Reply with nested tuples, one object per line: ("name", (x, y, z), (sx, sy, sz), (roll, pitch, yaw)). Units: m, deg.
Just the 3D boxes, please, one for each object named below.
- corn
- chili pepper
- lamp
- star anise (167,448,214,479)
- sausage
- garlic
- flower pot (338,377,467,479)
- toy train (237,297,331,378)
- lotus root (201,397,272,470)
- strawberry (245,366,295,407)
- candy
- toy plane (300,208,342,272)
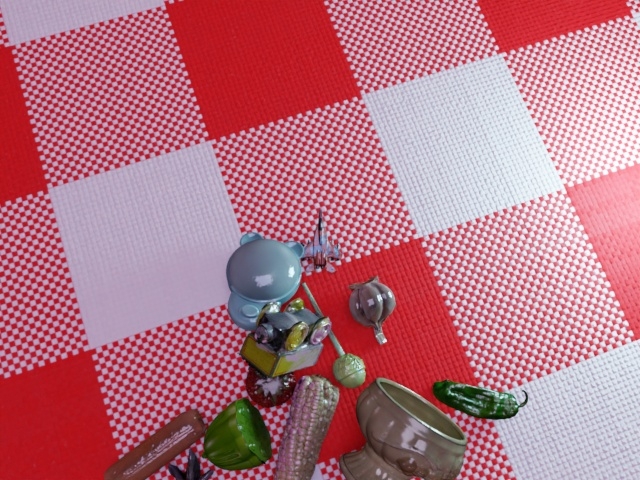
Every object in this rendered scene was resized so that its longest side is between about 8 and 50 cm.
("corn", (-0.048, 0.522, 1.488), (0.127, 0.126, 0.335), (19, 78, 1))
("chili pepper", (0.442, 0.443, 1.557), (0.257, 0.074, 0.100), (12, 76, 0))
("lamp", (-0.165, 0.114, 1.562), (0.210, 0.147, 0.283), (12, 76, 7))
("star anise", (-0.349, 0.663, 1.464), (0.181, 0.061, 0.204), (-24, 79, -8))
("sausage", (-0.431, 0.555, 1.473), (0.289, 0.086, 0.086), (-35, 81, -12))
("garlic", (0.146, 0.207, 1.582), (0.131, 0.127, 0.194), (-11, 97, -10))
("flower pot", (0.198, 0.527, 1.422), (0.308, 0.307, 0.244), (31, 93, 4))
("toy train", (-0.084, 0.256, 1.465), (0.134, 0.261, 0.177), (30, 105, 31))
("lotus root", (-0.240, 0.529, 1.462), (0.186, 0.186, 0.186), (1, 76, -3))
("strawberry", (-0.137, 0.386, 1.532), (0.145, 0.086, 0.145), (1, 78, -3))
("candy", (0.027, 0.261, 1.583), (0.093, 0.092, 0.335), (-20, 69, -22))
("toy plane", (0.000, 0.001, 1.646), (0.130, 0.061, 0.189), (0, 72, -2))
